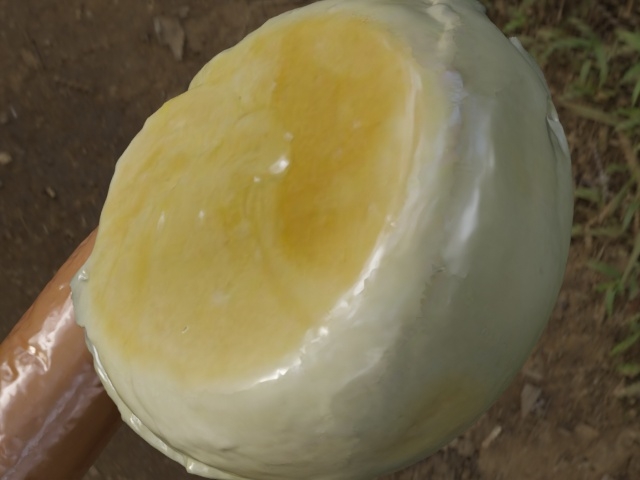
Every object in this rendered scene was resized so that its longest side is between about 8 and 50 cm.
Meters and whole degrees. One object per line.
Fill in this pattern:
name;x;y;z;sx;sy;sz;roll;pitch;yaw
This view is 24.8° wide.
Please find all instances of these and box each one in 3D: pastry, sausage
pastry;0.002;-0.001;0.703;0.265;0.133;0.265;-22;54;34
sausage;-0.158;0.096;0.829;0.086;0.086;0.289;34;83;14
